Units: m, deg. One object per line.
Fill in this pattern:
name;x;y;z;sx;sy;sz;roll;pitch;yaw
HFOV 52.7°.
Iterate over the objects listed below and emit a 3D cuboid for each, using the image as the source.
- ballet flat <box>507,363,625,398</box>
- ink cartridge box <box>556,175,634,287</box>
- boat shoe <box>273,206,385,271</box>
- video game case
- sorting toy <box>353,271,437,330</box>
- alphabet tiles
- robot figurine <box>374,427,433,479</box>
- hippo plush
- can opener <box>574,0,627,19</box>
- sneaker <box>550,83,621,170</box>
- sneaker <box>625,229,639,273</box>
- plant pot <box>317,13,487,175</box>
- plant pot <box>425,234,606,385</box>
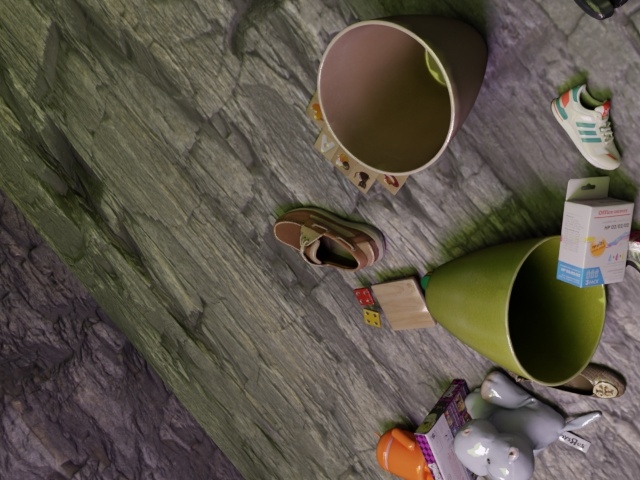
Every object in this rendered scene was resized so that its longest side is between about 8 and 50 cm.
ballet flat;0.521;0.299;1.394;0.249;0.058;0.084;9;124;37
ink cartridge box;0.482;-0.017;1.130;0.061;0.104;0.181;-151;58;-61
boat shoe;0.000;0.000;1.599;0.324;0.116;0.123;11;125;36
video game case;0.332;0.498;1.587;0.041;0.210;0.232;-6;114;44
sorting toy;0.204;0.149;1.577;0.274;0.046;0.132;-15;107;46
alphabet tiles;0.110;-0.264;1.397;0.285;0.011;0.343;43;138;9
robot figurine;0.247;0.597;1.795;0.219;0.128;0.158;9;168;37
hippo plush;0.428;0.474;1.464;0.294;0.236;0.234;22;131;29
can opener;0.401;-0.424;0.994;0.186;0.073;0.059;55;147;9
sneaker;0.467;-0.194;1.095;0.161;0.057;0.075;52;144;3
sneaker;0.605;0.037;1.135;0.170;0.063;0.075;20;130;37
plant pot;0.175;-0.286;1.126;0.256;0.274;0.257;22;131;28
plant pot;0.358;0.123;1.293;0.293;0.274;0.275;3;121;59
